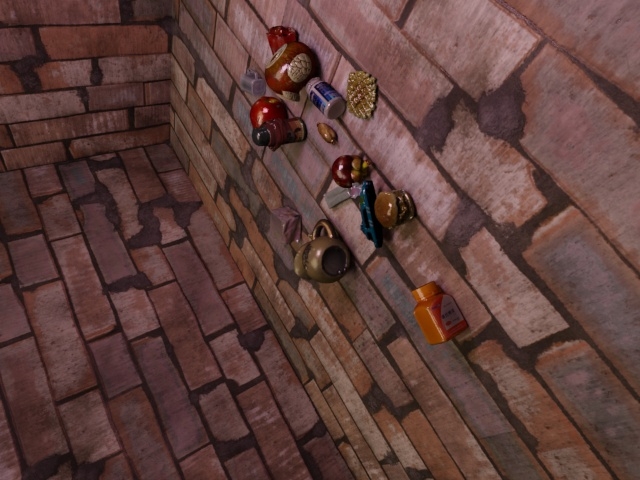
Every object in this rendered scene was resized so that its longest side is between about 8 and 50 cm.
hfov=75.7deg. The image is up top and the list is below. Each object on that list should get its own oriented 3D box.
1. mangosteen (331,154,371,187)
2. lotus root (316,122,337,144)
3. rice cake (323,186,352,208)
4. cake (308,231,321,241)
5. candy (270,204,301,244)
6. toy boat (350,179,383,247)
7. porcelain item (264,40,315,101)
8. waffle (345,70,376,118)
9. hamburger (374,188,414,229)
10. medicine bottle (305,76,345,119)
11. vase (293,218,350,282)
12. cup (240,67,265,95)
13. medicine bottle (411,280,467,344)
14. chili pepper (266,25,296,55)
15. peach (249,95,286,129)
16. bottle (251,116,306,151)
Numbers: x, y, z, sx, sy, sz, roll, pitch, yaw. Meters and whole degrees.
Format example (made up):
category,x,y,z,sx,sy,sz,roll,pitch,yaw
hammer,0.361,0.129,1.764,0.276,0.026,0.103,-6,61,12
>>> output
category,x,y,z,sx,sy,sz,roll,pitch,yaw
mangosteen,0.142,-0.302,1.794,0.146,0.182,0.155,28,-128,-73
lotus root,0.033,-0.492,1.897,0.152,0.063,0.072,54,-176,17
rice cake,0.090,-0.220,1.991,0.226,0.040,0.084,-22,88,60
cake,0.000,0.000,2.279,0.140,0.055,0.051,28,131,25
candy,-0.207,-0.091,2.441,0.185,0.137,0.195,38,135,42
toy boat,0.198,-0.103,1.756,0.092,0.134,0.298,-6,116,17
porcelain item,-0.115,-0.747,1.846,0.253,0.253,0.252,35,135,44
waffle,0.163,-0.588,1.664,0.169,0.036,0.183,33,134,43
hamburger,0.281,-0.126,1.660,0.185,0.131,0.159,-30,79,63
medicine bottle,0.017,-0.625,1.800,0.191,0.107,0.107,53,146,26
vase,0.005,0.052,2.129,0.302,0.241,0.329,2,87,62
cup,-0.375,-0.880,2.283,0.129,0.095,0.128,38,135,37
medicine bottle,0.451,0.278,1.609,0.222,0.149,0.112,64,148,10
chili pepper,-0.168,-0.880,1.964,0.144,0.136,0.252,0,129,11
peach,-0.279,-0.640,2.184,0.189,0.196,0.226,-94,12,-50
bottle,-0.213,-0.530,2.057,0.143,0.271,0.156,2,110,57
